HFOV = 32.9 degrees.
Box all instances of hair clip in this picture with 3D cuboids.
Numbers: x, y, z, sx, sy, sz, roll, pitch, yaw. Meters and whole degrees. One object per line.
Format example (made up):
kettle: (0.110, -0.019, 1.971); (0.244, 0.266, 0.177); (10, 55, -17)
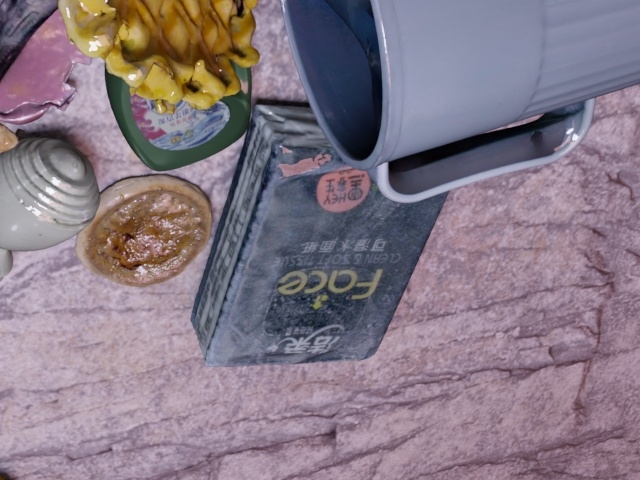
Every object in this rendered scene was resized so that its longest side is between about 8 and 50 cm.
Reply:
hair clip: (-0.266, -0.172, 0.942); (0.146, 0.056, 0.187); (12, 134, -36)

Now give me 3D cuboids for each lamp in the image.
lamp: (-0.290, -0.022, 1.042); (0.106, 0.106, 0.193); (22, 130, -40)

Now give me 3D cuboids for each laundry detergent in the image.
laundry detergent: (-0.135, -0.168, 0.998); (0.137, 0.063, 0.211); (-21, 136, -10)

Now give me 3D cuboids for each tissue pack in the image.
tissue pack: (0.000, 0.000, 1.200); (0.228, 0.103, 0.316); (0, 131, -26)

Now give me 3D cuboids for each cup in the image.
cup: (0.153, -0.193, 0.949); (0.311, 0.257, 0.331); (-17, 108, -14)

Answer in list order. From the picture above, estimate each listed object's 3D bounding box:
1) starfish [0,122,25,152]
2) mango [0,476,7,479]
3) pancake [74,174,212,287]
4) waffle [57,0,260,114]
starfish: (-0.360, -0.164, 0.740); (0.432, 0.082, 0.324); (3, 138, 4)
mango: (-0.444, 0.385, 1.358); (0.147, 0.109, 0.227); (19, 110, -41)
pancake: (-0.186, -0.007, 1.157); (0.151, 0.025, 0.152); (-15, 136, -15)
waffle: (-0.128, -0.229, 0.836); (0.060, 0.262, 0.280); (-7, -174, 26)
